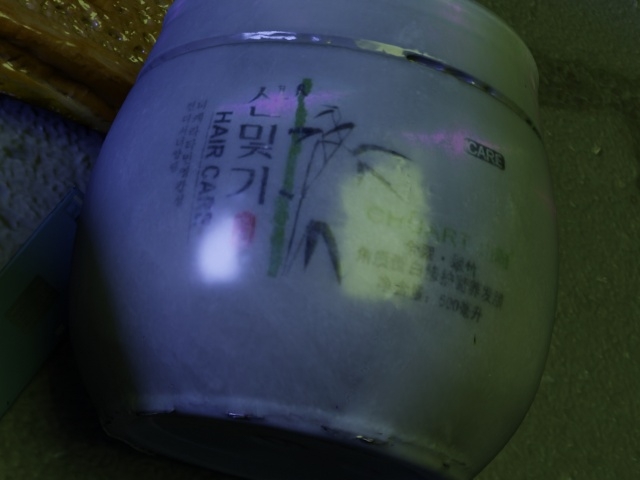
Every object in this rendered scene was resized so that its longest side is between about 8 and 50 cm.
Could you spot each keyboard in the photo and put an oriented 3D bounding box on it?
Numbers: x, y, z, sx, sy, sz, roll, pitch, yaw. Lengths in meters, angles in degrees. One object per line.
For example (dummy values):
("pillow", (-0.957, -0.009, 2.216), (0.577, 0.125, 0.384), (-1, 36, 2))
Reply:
("keyboard", (-0.174, 0.040, 0.875), (0.055, 0.014, 0.176), (42, 47, -11))

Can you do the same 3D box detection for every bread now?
("bread", (-0.206, -0.158, 0.921), (0.271, 0.077, 0.139), (17, 52, -31))

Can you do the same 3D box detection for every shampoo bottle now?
("shampoo bottle", (0.000, 0.000, 0.841), (0.273, 0.273, 0.266), (18, 70, -28))
